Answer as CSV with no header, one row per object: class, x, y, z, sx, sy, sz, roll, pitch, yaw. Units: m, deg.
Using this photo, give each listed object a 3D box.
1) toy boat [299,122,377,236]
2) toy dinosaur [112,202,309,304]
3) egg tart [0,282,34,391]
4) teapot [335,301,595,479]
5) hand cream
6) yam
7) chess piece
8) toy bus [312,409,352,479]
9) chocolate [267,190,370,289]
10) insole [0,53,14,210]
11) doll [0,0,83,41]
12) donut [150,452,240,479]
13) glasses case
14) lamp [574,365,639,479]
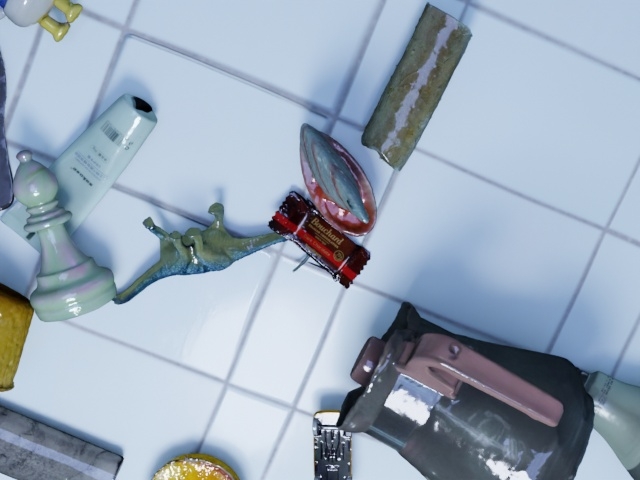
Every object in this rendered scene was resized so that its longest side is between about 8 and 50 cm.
toy boat,0.027,-0.085,1.381,0.096,0.282,0.206,-28,101,2
toy dinosaur,-0.198,0.015,1.499,0.363,0.076,0.147,-15,134,-1
egg tart,-0.566,0.146,1.462,0.215,0.215,0.171,30,84,-6
teapot,0.226,0.262,1.422,0.361,0.376,0.306,26,68,1
hand cream,-0.391,-0.110,1.487,0.109,0.067,0.321,42,102,-9
yam,0.151,-0.243,1.452,0.093,0.093,0.259,26,100,-6
chess piece,-0.431,-0.015,1.453,0.139,0.139,0.272,-15,101,2
toy bus,0.023,0.366,1.571,0.069,0.074,0.162,1,103,6
chocolate,0.000,0.000,1.516,0.182,0.028,0.086,38,71,-14
insole,-0.556,-0.199,1.484,0.110,0.012,0.309,-8,101,-1
doll,-0.509,-0.425,1.398,0.293,0.119,0.138,35,104,-13
donut,-0.211,0.440,1.582,0.181,0.078,0.146,12,99,3
glasses case,-0.499,0.368,1.567,0.299,0.060,0.114,25,102,-5
lamp,0.553,0.297,1.534,0.182,0.182,0.314,-44,82,7
